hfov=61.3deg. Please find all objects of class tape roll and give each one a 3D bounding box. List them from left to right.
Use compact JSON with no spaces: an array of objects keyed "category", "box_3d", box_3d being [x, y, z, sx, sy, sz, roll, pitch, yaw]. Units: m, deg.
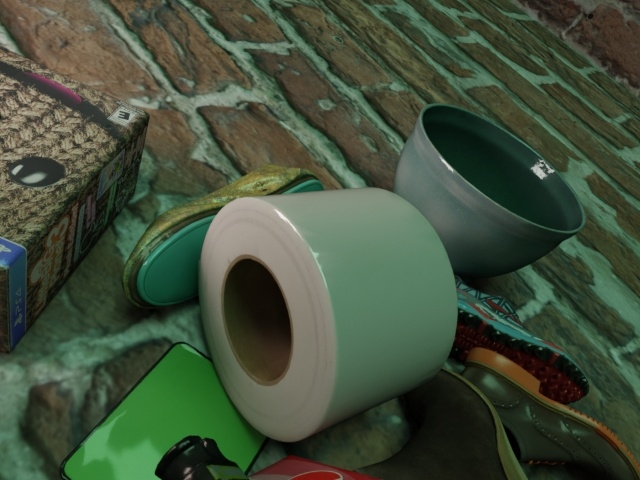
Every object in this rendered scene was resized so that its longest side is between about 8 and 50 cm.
[{"category":"tape roll","box_3d":[-0.001,0.068,0.582,0.169,0.246,0.246,-10,54,-40]}]

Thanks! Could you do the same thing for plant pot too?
[{"category":"plant pot","box_3d":[0.233,-0.052,0.867,0.293,0.196,0.293,21,37,-17]}]

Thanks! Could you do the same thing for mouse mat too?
[{"category":"mouse mat","box_3d":[-0.141,0.203,0.553,0.153,0.007,0.189,34,42,5]}]

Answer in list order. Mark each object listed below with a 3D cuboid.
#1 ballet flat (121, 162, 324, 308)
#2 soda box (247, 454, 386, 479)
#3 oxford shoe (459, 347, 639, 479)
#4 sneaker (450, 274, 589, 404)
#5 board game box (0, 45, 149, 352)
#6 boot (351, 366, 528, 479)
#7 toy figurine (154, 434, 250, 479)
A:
[{"category":"ballet flat","box_3d":[-0.135,-0.021,0.715,0.123,0.123,0.349,42,43,14]},{"category":"soda box","box_3d":[0.025,0.239,0.413,0.084,0.263,0.092,-12,88,-38]},{"category":"oxford shoe","box_3d":[0.287,0.254,0.700,0.271,0.097,0.098,34,69,2]},{"category":"sneaker","box_3d":[0.273,0.132,0.784,0.262,0.104,0.125,32,39,3]},{"category":"board game box","box_3d":[-0.366,-0.067,0.594,0.232,0.141,0.291,23,41,-7]},{"category":"boot","box_3d":[0.112,0.223,0.565,0.207,0.090,0.248,10,29,-37]},{"category":"toy figurine","box_3d":[-0.114,0.265,0.351,0.213,0.209,0.148,-19,48,-42]}]
